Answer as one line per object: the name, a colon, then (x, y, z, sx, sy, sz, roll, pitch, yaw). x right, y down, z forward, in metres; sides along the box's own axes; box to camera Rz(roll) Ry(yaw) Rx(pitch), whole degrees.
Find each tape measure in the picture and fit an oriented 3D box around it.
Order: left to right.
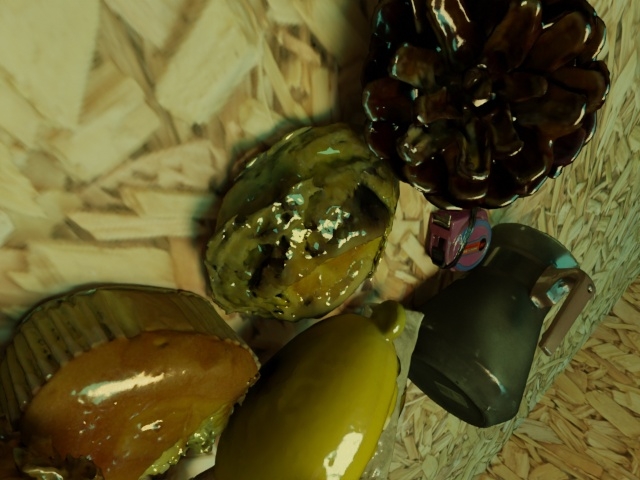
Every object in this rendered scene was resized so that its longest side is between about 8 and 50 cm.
tape measure: (0.250, -0.008, 0.837, 0.118, 0.074, 0.125, -14, 120, -32)

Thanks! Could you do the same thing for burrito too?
burrito: (0.055, 0.266, 0.674, 0.076, 0.117, 0.392, 68, 38, -58)

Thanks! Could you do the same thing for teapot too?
teapot: (0.328, 0.148, 0.870, 0.253, 0.300, 0.344, 47, 71, -14)

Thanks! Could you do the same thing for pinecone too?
pinecone: (0.183, -0.175, 0.519, 0.296, 0.241, 0.299, -44, 121, -55)

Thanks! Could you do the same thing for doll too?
doll: (-0.060, 0.280, 0.560, 0.423, 0.348, 0.161, -33, 119, 27)

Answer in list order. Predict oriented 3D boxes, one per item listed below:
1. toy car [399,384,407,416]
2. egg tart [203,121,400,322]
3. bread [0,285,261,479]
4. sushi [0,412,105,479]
toy car: (0.059, 0.288, 0.793, 0.247, 0.142, 0.201, -30, 134, -26)
egg tart: (0.000, 0.000, 0.564, 0.297, 0.132, 0.297, -23, 134, -26)
bread: (-0.185, 0.151, 0.474, 0.250, 0.133, 0.179, 16, 100, -49)
sushi: (-0.273, 0.203, 0.257, 0.208, 0.348, 0.234, -60, 180, 11)
